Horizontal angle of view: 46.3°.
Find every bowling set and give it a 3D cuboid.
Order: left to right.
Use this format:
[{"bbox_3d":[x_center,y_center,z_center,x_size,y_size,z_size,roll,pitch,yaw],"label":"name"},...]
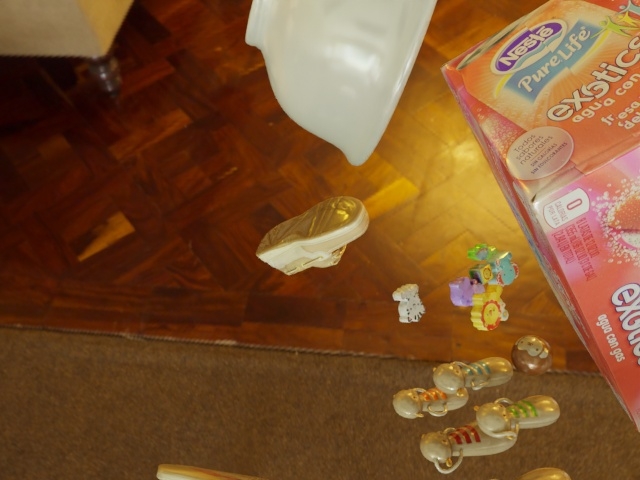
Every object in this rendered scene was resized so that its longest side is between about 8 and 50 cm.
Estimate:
[{"bbox_3d":[0.214,0.215,1.006,0.154,0.199,0.287,-3,21,-31],"label":"bowling set"}]

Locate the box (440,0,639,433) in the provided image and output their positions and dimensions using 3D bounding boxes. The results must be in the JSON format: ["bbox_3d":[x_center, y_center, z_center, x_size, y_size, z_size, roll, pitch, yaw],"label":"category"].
[{"bbox_3d":[0.220,-0.015,0.519,0.142,0.300,0.154,-30,42,11],"label":"box"}]

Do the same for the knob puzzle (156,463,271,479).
[{"bbox_3d":[-0.093,0.273,0.809,0.213,0.213,0.030,8,75,13],"label":"knob puzzle"}]

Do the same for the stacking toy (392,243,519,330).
[{"bbox_3d":[0.228,0.056,1.027,0.221,0.052,0.167,-26,13,-33],"label":"stacking toy"}]

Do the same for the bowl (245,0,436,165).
[{"bbox_3d":[0.015,-0.226,0.670,0.134,0.298,0.298,15,54,-6],"label":"bowl"}]

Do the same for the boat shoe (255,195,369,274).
[{"bbox_3d":[0.000,0.000,0.825,0.170,0.059,0.063,-18,37,49],"label":"boat shoe"}]
